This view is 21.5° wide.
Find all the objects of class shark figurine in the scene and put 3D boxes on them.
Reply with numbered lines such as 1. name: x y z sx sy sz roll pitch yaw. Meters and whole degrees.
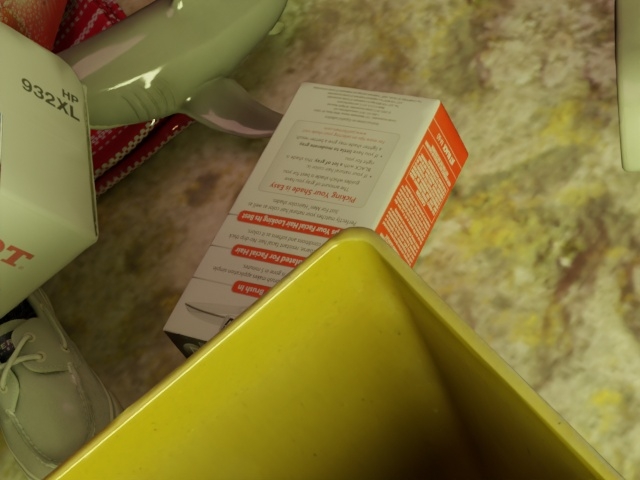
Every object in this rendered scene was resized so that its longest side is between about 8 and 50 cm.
1. shark figurine: -0.063 -0.166 1.006 0.166 0.116 0.278 14 48 20

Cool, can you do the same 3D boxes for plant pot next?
1. plant pot: 0.025 0.164 0.654 0.212 0.187 0.212 -40 45 -4

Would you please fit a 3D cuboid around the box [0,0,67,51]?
1. box: -0.254 -0.200 1.085 0.154 0.142 0.300 -7 53 25

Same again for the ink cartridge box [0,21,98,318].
1. ink cartridge box: -0.300 -0.006 0.889 0.307 0.223 0.129 -37 44 26

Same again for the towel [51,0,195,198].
1. towel: -0.213 -0.098 1.105 0.199 0.031 0.275 -38 46 -1

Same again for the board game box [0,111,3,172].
1. board game box: -0.236 0.128 0.765 0.347 0.078 0.233 125 149 -42

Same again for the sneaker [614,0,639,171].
1. sneaker: 0.210 -0.121 0.863 0.118 0.083 0.222 -1 50 10

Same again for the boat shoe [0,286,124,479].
1. boat shoe: -0.159 0.066 0.920 0.066 0.063 0.184 -33 45 4

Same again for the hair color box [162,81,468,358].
1. hair color box: 0.000 0.000 0.891 0.093 0.053 0.167 11 61 34
